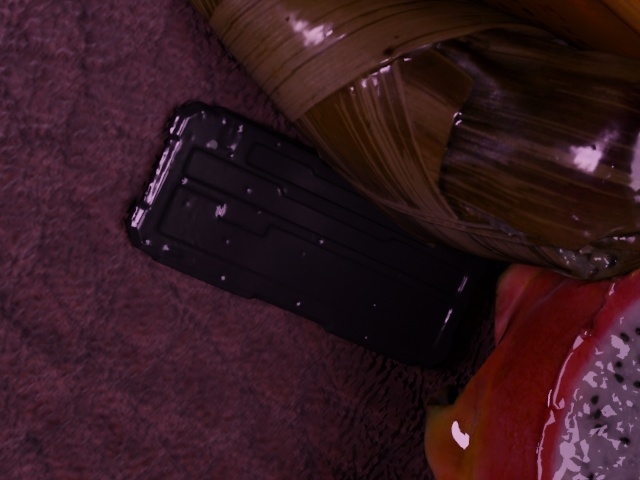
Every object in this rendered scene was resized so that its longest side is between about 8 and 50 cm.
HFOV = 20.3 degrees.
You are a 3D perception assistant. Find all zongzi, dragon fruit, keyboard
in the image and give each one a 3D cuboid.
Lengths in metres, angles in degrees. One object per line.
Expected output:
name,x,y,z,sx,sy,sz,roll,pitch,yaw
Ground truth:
zongzi,0.053,-0.098,0.998,0.288,0.286,0.134,39,78,-25
dragon fruit,0.205,0.129,1.112,0.305,0.226,0.305,-1,92,-23
keyboard,0.000,0.000,1.145,0.262,0.016,0.106,24,91,-33

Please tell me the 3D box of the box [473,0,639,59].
box,0.144,-0.176,1.036,0.415,0.264,0.116,35,86,-31
